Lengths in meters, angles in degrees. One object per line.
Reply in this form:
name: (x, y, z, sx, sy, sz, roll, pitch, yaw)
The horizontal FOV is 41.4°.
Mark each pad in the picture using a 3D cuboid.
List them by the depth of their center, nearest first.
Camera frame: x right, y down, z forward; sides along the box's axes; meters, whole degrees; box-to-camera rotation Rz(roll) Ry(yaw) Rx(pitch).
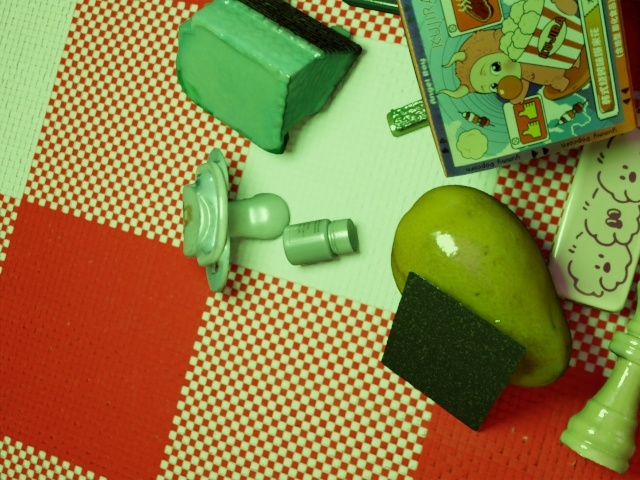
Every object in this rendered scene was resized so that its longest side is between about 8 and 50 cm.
pad: (0.212, 0.196, 1.427, 0.220, 0.330, 0.004, 35, 59, 17)

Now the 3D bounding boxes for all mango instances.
mango: (0.272, 0.084, 1.427, 0.221, 0.264, 0.378, -30, 78, -33)

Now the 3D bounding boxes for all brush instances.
brush: (0.256, -0.266, 1.570, 0.282, 0.048, 0.054, -19, 84, 14)

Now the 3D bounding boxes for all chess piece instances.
chess piece: (0.532, 0.182, 1.408, 0.117, 0.117, 0.397, 24, 91, 18)

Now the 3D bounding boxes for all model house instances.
model house: (-0.094, -0.360, 1.633, 0.280, 0.230, 0.249, 35, 55, 15)

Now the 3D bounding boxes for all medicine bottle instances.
medicine bottle: (0.000, 0.000, 1.609, 0.130, 0.080, 0.080, -10, 82, 16)

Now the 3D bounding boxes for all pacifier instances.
pacifier: (-0.159, -0.040, 1.636, 0.207, 0.227, 0.279, 0, 84, -22)

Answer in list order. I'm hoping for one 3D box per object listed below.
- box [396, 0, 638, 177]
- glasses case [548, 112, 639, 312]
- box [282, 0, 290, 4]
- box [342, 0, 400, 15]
box: (0.300, -0.330, 1.360, 0.318, 0.257, 0.349, -13, 116, 11)
glasses case: (0.495, -0.052, 1.454, 0.144, 0.076, 0.337, 16, 90, 19)
box: (-0.116, -0.463, 1.718, 0.115, 0.025, 0.048, 0, 84, 18)
box: (0.137, -0.555, 1.630, 0.160, 0.050, 0.230, 17, 91, 18)
